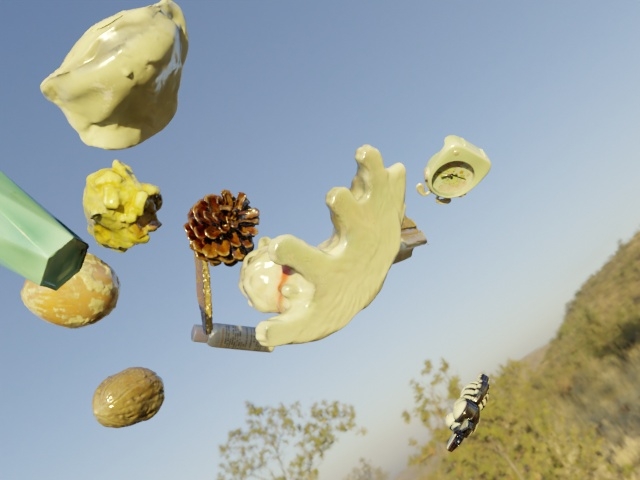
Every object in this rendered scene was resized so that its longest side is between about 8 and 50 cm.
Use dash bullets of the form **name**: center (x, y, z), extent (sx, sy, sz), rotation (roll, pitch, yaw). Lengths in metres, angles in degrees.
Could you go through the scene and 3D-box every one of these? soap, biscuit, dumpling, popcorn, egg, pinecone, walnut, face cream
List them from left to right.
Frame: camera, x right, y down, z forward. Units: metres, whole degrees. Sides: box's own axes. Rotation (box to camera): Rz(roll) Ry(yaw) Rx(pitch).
- **egg**: center (-0.640, 0.130, 1.743), extent (0.245, 0.203, 0.203), rotation (1, -37, -40)
- **popcorn**: center (-0.578, -0.094, 1.954), extent (0.215, 0.252, 0.286), rotation (-47, -21, -30)
- **walnut**: center (-0.550, 0.448, 1.920), extent (0.178, 0.178, 0.230), rotation (-45, -16, 31)
- **dumpling**: center (-0.355, -0.311, 1.301), extent (0.318, 0.187, 0.242), rotation (-37, -57, -16)
- **biscuit**: center (-0.308, 0.128, 1.782), extent (0.026, 0.236, 0.131), rotation (-4, -4, -17)
- **pinecone**: center (-0.200, -0.034, 1.428), extent (0.163, 0.162, 0.165), rotation (-21, -14, -36)
- **face cream**: center (-0.280, 0.309, 2.165), extent (0.269, 0.081, 0.082), rotation (10, -37, -19)
- **soap**: center (0.154, -0.027, 1.598), extent (0.089, 0.173, 0.274), rotation (-44, -12, 16)

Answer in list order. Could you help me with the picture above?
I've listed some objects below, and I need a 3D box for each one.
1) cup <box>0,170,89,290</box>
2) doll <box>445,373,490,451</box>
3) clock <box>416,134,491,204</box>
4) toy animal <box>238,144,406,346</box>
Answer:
- **cup**: center (-0.525, -0.015, 1.165), extent (0.134, 0.236, 0.148), rotation (-63, -11, 25)
- **doll**: center (0.323, 0.367, 1.473), extent (0.091, 0.067, 0.219), rotation (-59, -8, 35)
- **clock**: center (0.354, -0.183, 1.836), extent (0.152, 0.062, 0.191), rotation (24, -56, -25)
- **toy animal**: center (0.000, 0.000, 1.085), extent (0.266, 0.307, 0.188), rotation (2, 3, -27)
